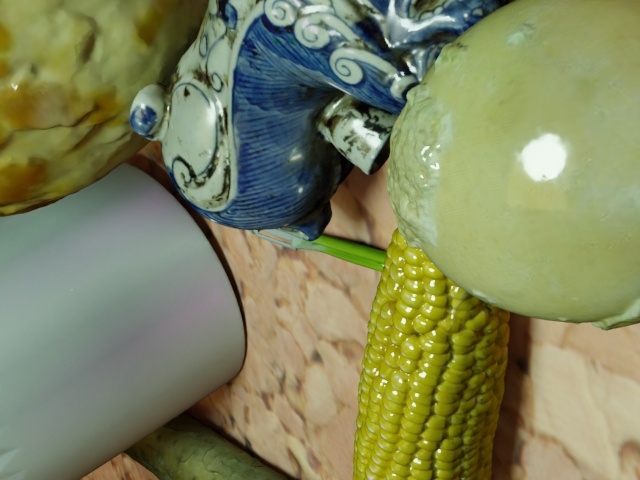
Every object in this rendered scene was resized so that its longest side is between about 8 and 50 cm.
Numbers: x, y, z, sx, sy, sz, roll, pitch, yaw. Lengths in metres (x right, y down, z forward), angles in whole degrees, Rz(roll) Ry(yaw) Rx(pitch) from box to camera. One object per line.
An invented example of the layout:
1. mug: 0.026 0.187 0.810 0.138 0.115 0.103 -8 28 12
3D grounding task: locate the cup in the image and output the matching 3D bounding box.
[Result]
1. cup: -0.269 0.109 1.063 0.253 0.372 0.253 32 141 31

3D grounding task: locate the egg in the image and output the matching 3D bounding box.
1. egg: 0.119 -0.037 0.545 0.201 0.164 0.164 -11 103 60

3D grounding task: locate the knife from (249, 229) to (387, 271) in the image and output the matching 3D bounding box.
1. knife: 0.000 0.000 0.891 0.184 0.026 0.022 17 166 49

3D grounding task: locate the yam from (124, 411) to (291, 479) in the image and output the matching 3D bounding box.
1. yam: -0.124 0.229 1.204 0.372 0.083 0.083 17 126 50

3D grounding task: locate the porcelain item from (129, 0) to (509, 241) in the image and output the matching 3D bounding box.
1. porcelain item: -0.001 -0.106 0.727 0.186 0.138 0.288 38 140 9

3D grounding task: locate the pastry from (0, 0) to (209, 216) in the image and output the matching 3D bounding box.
1. pastry: -0.272 -0.189 0.848 0.388 0.313 0.388 39 153 24

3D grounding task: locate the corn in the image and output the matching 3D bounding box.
1. corn: 0.073 0.107 0.781 0.101 0.101 0.310 38 141 37
